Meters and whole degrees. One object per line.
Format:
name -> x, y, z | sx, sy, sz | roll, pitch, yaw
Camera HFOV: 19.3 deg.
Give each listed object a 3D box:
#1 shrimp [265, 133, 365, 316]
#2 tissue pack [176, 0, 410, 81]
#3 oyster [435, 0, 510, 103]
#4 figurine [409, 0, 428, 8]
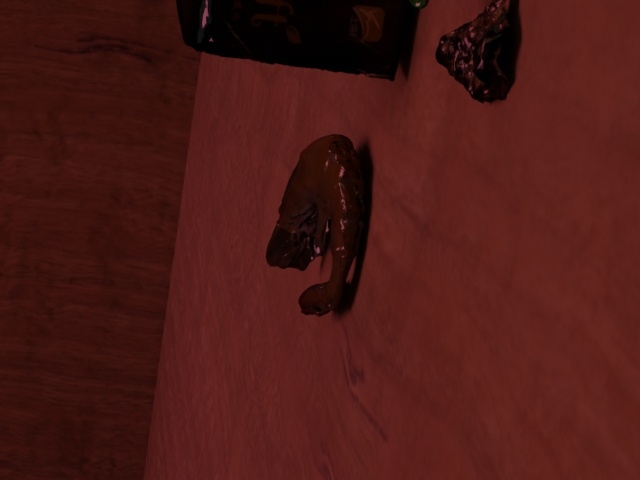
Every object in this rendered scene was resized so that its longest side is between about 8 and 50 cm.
shrimp -> 0.001, 0.000, 1.792 | 0.253, 0.058, 0.173 | 115, 151, -58
tissue pack -> -0.007, -0.345, 1.602 | 0.210, 0.198, 0.370 | -102, 20, -69
oyster -> 0.106, -0.125, 1.298 | 0.132, 0.029, 0.086 | 121, 154, -64
figurine -> 0.091, -0.223, 1.289 | 0.156, 0.095, 0.115 | -55, 46, 33
